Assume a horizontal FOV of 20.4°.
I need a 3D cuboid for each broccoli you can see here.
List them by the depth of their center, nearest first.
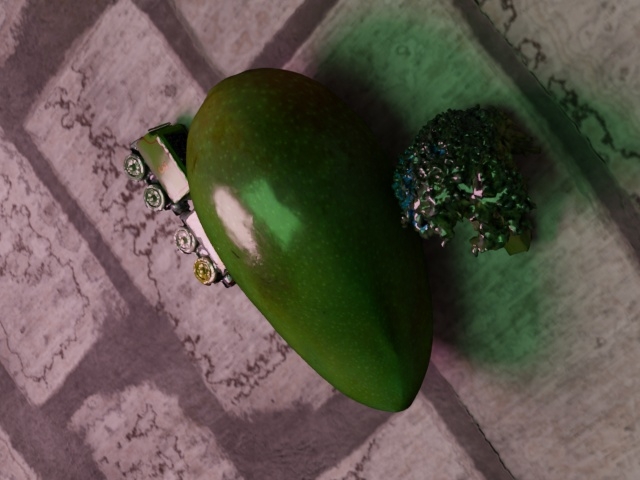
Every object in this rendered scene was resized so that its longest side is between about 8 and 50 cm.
[{"bbox_3d":[0.150,-0.049,1.710,0.167,0.154,0.160,-7,143,43],"label":"broccoli"}]

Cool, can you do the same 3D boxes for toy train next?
[{"bbox_3d":[-0.144,-0.040,2.011,0.081,0.060,0.202,-40,82,38],"label":"toy train"}]

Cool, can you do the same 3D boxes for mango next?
[{"bbox_3d":[0.000,0.000,1.793,0.382,0.201,0.225,62,155,-1],"label":"mango"}]
